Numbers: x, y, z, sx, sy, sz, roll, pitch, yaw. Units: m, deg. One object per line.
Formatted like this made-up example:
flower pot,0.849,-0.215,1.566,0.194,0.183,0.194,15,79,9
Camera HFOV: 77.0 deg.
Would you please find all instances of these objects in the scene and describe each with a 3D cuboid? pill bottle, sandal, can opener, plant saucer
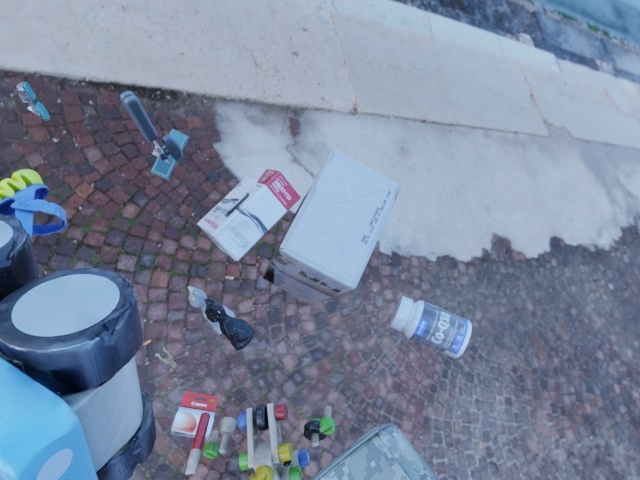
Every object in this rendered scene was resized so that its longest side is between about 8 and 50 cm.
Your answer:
pill bottle,0.208,0.162,0.770,0.137,0.078,0.078,22,59,7
sandal,-0.639,-0.015,0.801,0.138,0.126,0.317,37,46,-13
can opener,-0.568,-0.376,1.359,0.093,0.280,0.074,-38,54,-13
plant saucer,-0.564,-0.327,1.511,0.067,0.018,0.192,25,76,-18

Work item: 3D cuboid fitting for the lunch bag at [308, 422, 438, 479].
lunch bag,0.048,0.412,0.445,0.305,0.212,0.256,-30,54,-20

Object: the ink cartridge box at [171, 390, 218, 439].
ink cartridge box,-0.490,0.682,1.592,0.146,0.045,0.179,13,41,-8

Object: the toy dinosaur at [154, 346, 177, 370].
toy dinosaur,-0.617,0.478,1.631,0.093,0.183,0.053,35,61,9

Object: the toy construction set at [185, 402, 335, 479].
toy construction set,-0.142,0.523,0.896,0.309,0.257,0.237,10,33,-5

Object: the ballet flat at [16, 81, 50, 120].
ballet flat,-0.832,-0.398,1.162,0.041,0.041,0.114,-46,135,-34

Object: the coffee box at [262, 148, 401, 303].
coffee box,0.000,0.000,0.678,0.119,0.297,0.168,28,72,-5

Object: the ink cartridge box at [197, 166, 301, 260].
ink cartridge box,-0.223,-0.088,1.231,0.273,0.197,0.114,-47,120,-12

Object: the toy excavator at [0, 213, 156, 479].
toy excavator,-0.294,0.217,0.260,0.433,0.222,0.445,22,35,17

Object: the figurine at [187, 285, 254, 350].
figurine,-0.347,0.245,1.350,0.092,0.215,0.209,-49,130,-20

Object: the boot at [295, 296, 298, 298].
boot,-0.027,0.067,1.210,0.073,0.152,0.197,20,55,8
